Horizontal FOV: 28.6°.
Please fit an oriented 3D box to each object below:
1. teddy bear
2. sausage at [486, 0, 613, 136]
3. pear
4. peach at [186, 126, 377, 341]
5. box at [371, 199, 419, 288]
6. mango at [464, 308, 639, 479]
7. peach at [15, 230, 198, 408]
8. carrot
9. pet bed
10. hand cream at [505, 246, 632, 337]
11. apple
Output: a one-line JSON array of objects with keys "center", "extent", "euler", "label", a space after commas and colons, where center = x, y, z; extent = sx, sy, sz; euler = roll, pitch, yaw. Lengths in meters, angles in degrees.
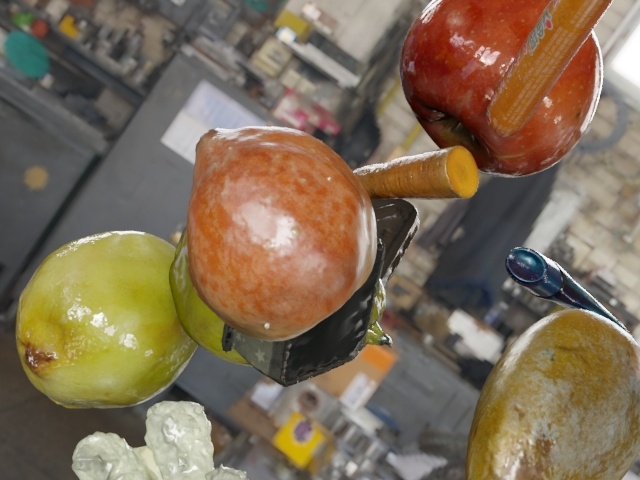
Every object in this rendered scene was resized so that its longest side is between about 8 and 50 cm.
[{"center": [-0.252, 0.395, 1.702], "extent": [0.362, 0.327, 0.375], "euler": [44, 23, -71], "label": "teddy bear"}, {"center": [0.247, -0.212, 1.304], "extent": [0.053, 0.053, 0.348], "euler": [36, -34, 5], "label": "sausage"}, {"center": [-0.053, 0.064, 1.891], "extent": [0.375, 0.287, 0.287], "euler": [29, 6, 10], "label": "pear"}, {"center": [-0.053, -0.015, 1.275], "extent": [0.232, 0.232, 0.232], "euler": [35, 7, -5], "label": "peach"}, {"center": [0.000, 0.000, 2.241], "extent": [0.290, 0.289, 0.073], "euler": [19, -37, 18], "label": "box"}, {"center": [0.236, 0.201, 1.296], "extent": [0.146, 0.316, 0.193], "euler": [-5, -56, 46], "label": "mango"}, {"center": [-0.347, 0.136, 2.100], "extent": [0.281, 0.314, 0.315], "euler": [8, -6, 34], "label": "peach"}, {"center": [0.085, -0.070, 1.476], "extent": [0.209, 0.061, 0.061], "euler": [-5, -26, 44], "label": "carrot"}, {"center": [-0.038, 0.061, 1.655], "extent": [0.183, 0.211, 0.159], "euler": [-20, 43, -39], "label": "pet bed"}, {"center": [0.393, 0.085, 1.987], "extent": [0.270, 0.061, 0.120], "euler": [28, 4, -44], "label": "hand cream"}, {"center": [0.232, -0.206, 1.603], "extent": [0.260, 0.216, 0.260], "euler": [41, -15, 13], "label": "apple"}]
